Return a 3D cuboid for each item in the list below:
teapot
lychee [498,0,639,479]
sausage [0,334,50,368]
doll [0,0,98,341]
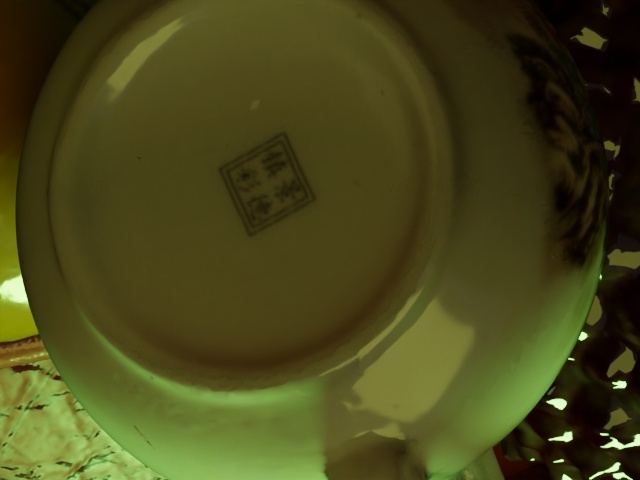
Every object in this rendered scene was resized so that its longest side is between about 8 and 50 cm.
[{"bbox_3d":[0.000,0.000,0.505,0.204,0.298,0.139,-19,168,13],"label":"teapot"},{"bbox_3d":[0.161,-0.033,0.652,0.306,0.306,0.330,-42,122,19],"label":"lychee"},{"bbox_3d":[-0.239,0.068,0.805,0.253,0.034,0.034,-12,130,-6],"label":"sausage"},{"bbox_3d":[-0.175,-0.043,0.636,0.236,0.213,0.213,-33,130,29],"label":"doll"}]
